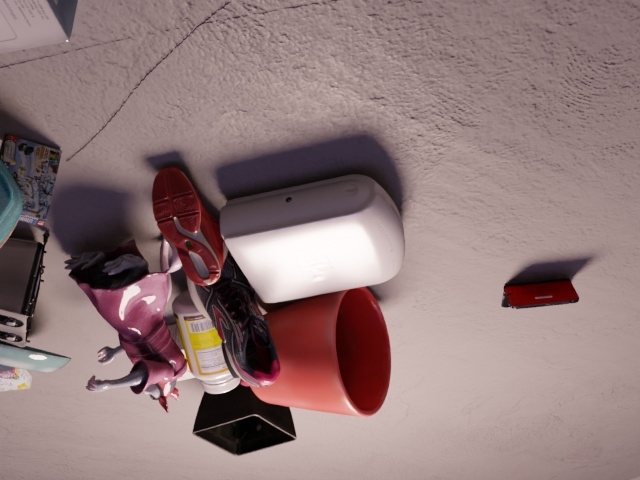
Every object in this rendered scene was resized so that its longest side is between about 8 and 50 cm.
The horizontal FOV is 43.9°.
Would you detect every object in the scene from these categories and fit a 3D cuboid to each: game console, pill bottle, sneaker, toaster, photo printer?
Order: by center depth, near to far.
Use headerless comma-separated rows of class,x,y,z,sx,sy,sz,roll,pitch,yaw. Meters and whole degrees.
sneaker,-0.230,-0.039,1.428,0.087,0.128,0.221,-11,109,10
photo printer,0.000,0.000,1.469,0.308,0.107,0.256,-11,143,10
toaster,-0.587,0.088,1.498,0.110,0.185,0.168,12,149,-16
sneaker,-0.156,0.143,1.538,0.121,0.299,0.112,-29,-173,-23
pill bottle,-0.230,0.208,1.657,0.117,0.117,0.214,-8,113,6
game console,0.473,0.135,1.716,0.144,0.124,0.085,-7,117,4

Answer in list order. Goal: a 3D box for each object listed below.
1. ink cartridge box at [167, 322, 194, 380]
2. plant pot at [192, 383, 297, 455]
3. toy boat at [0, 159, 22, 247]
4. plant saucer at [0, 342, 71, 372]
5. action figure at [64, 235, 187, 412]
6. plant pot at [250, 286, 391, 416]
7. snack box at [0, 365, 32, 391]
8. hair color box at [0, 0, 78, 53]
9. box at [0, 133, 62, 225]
ink cartridge box,-0.292,0.248,1.809,0.231,0.078,0.134,-14,142,14
plant pot,-0.187,0.408,1.962,0.188,0.166,0.188,-22,141,22
toy boat,-0.546,-0.092,1.057,0.148,0.267,0.318,-18,118,32
plant saucer,-0.684,0.227,1.651,0.318,0.043,0.317,14,169,3
action figure,-0.345,0.171,1.567,0.276,0.248,0.370,-27,117,-8
plant pot,-0.012,0.241,1.690,0.243,0.274,0.275,-10,145,29
snack box,-0.785,0.328,1.912,0.141,0.037,0.100,-6,145,4
hair color box,-0.519,-0.319,0.987,0.375,0.113,0.185,-9,144,6
box,-0.475,-0.097,1.272,0.094,0.137,0.027,17,146,-25
